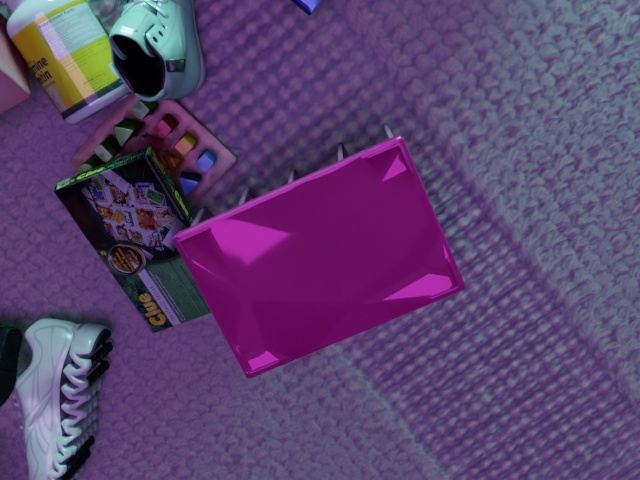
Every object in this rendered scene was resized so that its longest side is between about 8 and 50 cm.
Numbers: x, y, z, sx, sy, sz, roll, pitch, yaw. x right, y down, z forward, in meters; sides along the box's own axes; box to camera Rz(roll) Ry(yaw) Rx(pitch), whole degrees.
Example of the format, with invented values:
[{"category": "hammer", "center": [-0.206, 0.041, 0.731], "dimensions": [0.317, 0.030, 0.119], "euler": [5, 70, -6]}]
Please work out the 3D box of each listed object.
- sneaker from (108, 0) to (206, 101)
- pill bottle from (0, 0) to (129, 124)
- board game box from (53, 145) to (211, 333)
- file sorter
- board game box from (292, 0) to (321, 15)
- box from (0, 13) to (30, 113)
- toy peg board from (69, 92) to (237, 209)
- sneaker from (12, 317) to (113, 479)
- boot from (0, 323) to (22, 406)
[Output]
[{"category": "sneaker", "center": [-0.207, -0.289, 0.935], "dimensions": [0.094, 0.151, 0.256], "euler": [-11, 106, 13]}, {"category": "pill bottle", "center": [-0.317, -0.244, 0.975], "dimensions": [0.103, 0.103, 0.184], "euler": [-29, 105, 7]}, {"category": "board game box", "center": [-0.222, 0.007, 1.047], "dimensions": [0.136, 0.030, 0.260], "euler": [-20, 125, 7]}, {"category": "file sorter", "center": [0.000, 0.000, 1.014], "dimensions": [0.290, 0.182, 0.202], "euler": [-23, 107, 7]}, {"category": "board game box", "center": [0.005, -0.473, 0.909], "dimensions": [0.233, 0.078, 0.347], "euler": [38, 98, -11]}, {"category": "box", "center": [-0.468, -0.237, 0.902], "dimensions": [0.148, 0.127, 0.232], "euler": [-27, 148, 8]}, {"category": "toy peg board", "center": [-0.223, -0.099, 1.034], "dimensions": [0.160, 0.079, 0.161], "euler": [43, 102, -12]}, {"category": "sneaker", "center": [-0.382, 0.247, 1.131], "dimensions": [0.118, 0.110, 0.292], "euler": [14, 98, 3]}, {"category": "boot", "center": [-0.466, 0.164, 1.095], "dimensions": [0.099, 0.045, 0.121], "euler": [7, 82, 27]}]
